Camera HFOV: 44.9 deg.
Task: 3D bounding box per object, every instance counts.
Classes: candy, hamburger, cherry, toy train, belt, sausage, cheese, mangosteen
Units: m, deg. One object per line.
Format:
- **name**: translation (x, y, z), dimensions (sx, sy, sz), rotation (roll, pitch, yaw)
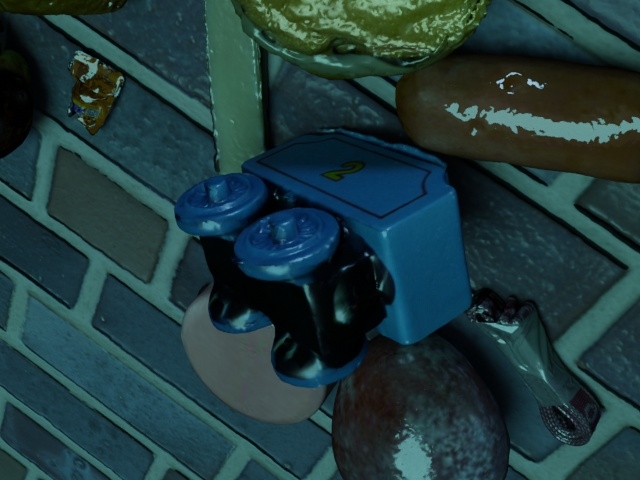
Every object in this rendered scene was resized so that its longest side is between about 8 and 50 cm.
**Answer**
- **candy**: translation (-0.092, 0.153, 1.138), dimensions (0.255, 0.094, 0.255), rotation (15, 126, 21)
- **hamburger**: translation (0.040, -0.301, 0.730), dimensions (0.318, 0.158, 0.319), rotation (15, 125, 22)
- **cherry**: translation (0.126, 0.256, 1.007), dimensions (0.236, 0.213, 0.286), rotation (-5, 108, 22)
- **toy train**: translation (0.000, 0.000, 0.858), dimensions (0.300, 0.265, 0.188), rotation (28, 140, 51)
- **belt**: translation (0.270, 0.155, 0.964), dimensions (0.232, 0.053, 0.071), rotation (51, 137, -9)
- **sausage**: translation (0.203, -0.130, 0.783), dimensions (0.259, 0.113, 0.114), rotation (12, 125, 21)
- **cheese**: translation (-0.101, -0.252, 0.925), dimensions (0.085, 0.034, 0.400), rotation (11, 124, 18)
- **mangosteen**: translation (-0.498, -0.218, 1.090), dimensions (0.192, 0.192, 0.217), rotation (10, 87, 24)

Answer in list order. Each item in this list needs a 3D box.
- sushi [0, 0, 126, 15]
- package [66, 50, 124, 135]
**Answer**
- **sushi**: translation (-0.347, -0.345, 0.925), dimensions (0.287, 0.149, 0.140), rotation (20, 124, 24)
- **package**: translation (-0.323, -0.203, 1.079), dimensions (0.077, 0.033, 0.111), rotation (42, 126, 12)
